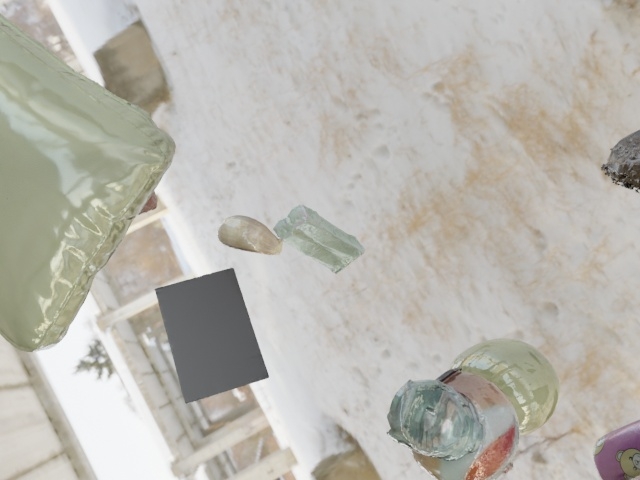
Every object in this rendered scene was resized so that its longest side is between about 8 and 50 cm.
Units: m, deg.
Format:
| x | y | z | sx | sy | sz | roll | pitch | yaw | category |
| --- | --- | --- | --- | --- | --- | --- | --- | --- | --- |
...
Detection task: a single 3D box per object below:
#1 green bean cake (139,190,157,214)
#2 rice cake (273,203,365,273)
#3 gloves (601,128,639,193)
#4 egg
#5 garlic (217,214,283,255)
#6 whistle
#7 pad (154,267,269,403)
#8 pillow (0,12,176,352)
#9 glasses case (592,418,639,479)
| x | y | z | sx | sy | sz | roll | pitch | yaw | category |
| --- | --- | --- | --- | --- | --- | --- | --- | --- | --- |
| -0.446 | -0.119 | 1.638 | 0.136 | 0.056 | 0.135 | -28 | -73 | -56 | green bean cake |
| 0.000 | 0.000 | 1.373 | 0.226 | 0.085 | 0.040 | 33 | -153 | -52 | rice cake |
| 0.807 | -0.191 | 1.696 | 0.135 | 0.210 | 0.312 | 44 | 169 | -35 | gloves |
| 0.399 | 0.326 | 1.587 | 0.269 | 0.219 | 0.219 | -6 | 116 | 45 | egg |
| -0.201 | -0.008 | 1.830 | 0.198 | 0.090 | 0.128 | 4 | 161 | 36 | garlic |
| 0.201 | 0.287 | 1.092 | 0.189 | 0.189 | 0.348 | 56 | -168 | 31 | whistle |
| -0.259 | 0.217 | 1.695 | 0.005 | 0.202 | 0.299 | 102 | 150 | -60 | pad |
| -0.319 | -0.078 | 0.680 | 0.322 | 0.255 | 0.120 | 36 | -173 | 8 | pillow |
| 0.766 | 0.463 | 1.632 | 0.076 | 0.316 | 0.123 | 26 | -137 | -32 | glasses case |
